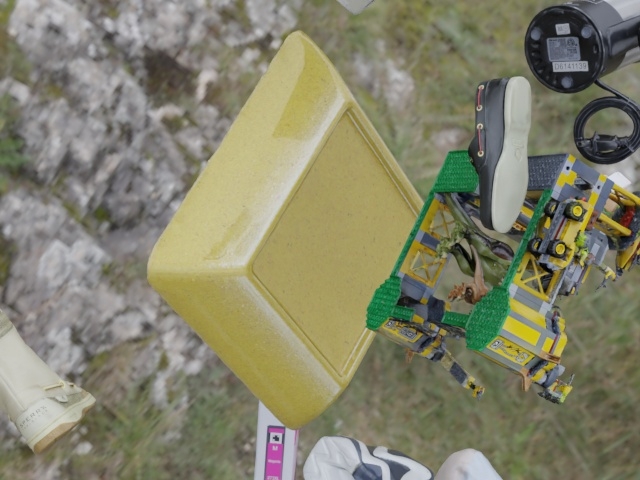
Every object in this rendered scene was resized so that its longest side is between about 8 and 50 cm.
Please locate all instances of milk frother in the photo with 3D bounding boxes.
[{"bbox_3d":[0.278,-0.162,1.327,0.129,0.143,0.134,23,32,32],"label":"milk frother"}]

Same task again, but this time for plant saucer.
[{"bbox_3d":[0.000,0.000,1.515,0.333,0.081,0.333,-60,137,-23],"label":"plant saucer"}]

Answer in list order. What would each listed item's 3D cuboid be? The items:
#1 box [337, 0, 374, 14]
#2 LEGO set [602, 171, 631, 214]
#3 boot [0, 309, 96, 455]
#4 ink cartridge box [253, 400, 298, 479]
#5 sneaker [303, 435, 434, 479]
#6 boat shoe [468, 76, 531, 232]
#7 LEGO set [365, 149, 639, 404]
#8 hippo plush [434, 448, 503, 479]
[{"bbox_3d":[0.055,-0.349,1.385,0.113,0.094,0.275,41,38,-15],"label":"box"},{"bbox_3d":[0.464,0.023,1.798,0.287,0.107,0.132,19,51,4],"label":"LEGO set"},{"bbox_3d":[-0.407,0.179,1.878,0.095,0.262,0.203,-39,94,-1],"label":"boot"},{"bbox_3d":[-0.063,0.281,2.056,0.069,0.371,0.176,3,20,2],"label":"ink cartridge box"},{"bbox_3d":[0.101,0.304,1.518,0.235,0.094,0.153,37,17,32],"label":"sneaker"},{"bbox_3d":[0.147,-0.071,1.158,0.049,0.042,0.133,17,75,-53],"label":"boat shoe"},{"bbox_3d":[0.211,0.042,1.321,0.192,0.331,0.255,28,73,-20],"label":"LEGO set"},{"bbox_3d":[0.197,0.429,1.689,0.294,0.234,0.236,30,25,4],"label":"hippo plush"}]
